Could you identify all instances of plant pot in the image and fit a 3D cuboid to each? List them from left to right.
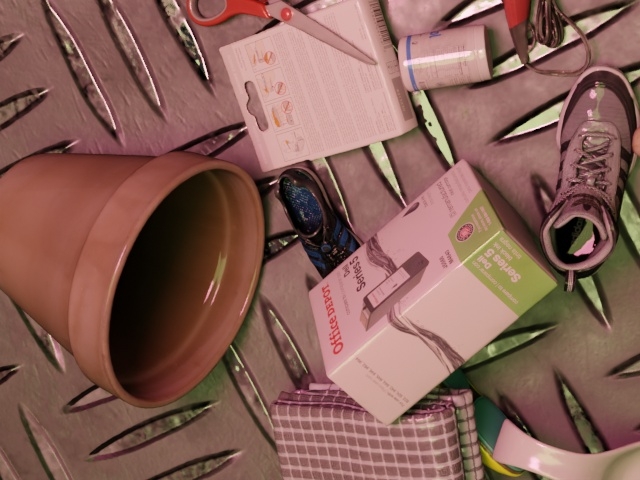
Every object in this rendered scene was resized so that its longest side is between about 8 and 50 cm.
[{"bbox_3d":[-0.274,0.014,1.488,0.280,0.323,0.323,21,108,25],"label":"plant pot"}]

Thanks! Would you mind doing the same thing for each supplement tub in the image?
[{"bbox_3d":[0.154,-0.223,1.424,0.107,0.071,0.071,-7,101,15],"label":"supplement tub"}]

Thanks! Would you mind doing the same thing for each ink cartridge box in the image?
[{"bbox_3d":[-0.003,-0.199,1.492,0.225,0.056,0.181,-13,100,36],"label":"ink cartridge box"},{"bbox_3d":[0.127,0.061,1.408,0.273,0.198,0.115,-42,115,14],"label":"ink cartridge box"}]

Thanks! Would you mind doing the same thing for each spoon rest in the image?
[{"bbox_3d":[0.359,0.297,1.455,0.276,0.084,0.137,17,91,-8],"label":"spoon rest"}]

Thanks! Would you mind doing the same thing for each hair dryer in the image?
[{"bbox_3d":[0.224,-0.341,1.374,0.294,0.080,0.223,30,109,6],"label":"hair dryer"}]

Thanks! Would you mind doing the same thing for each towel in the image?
[{"bbox_3d":[0.069,0.306,1.504,0.284,0.121,0.235,-3,105,32],"label":"towel"}]

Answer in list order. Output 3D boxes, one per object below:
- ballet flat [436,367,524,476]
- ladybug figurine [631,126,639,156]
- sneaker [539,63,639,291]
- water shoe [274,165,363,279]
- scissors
[{"bbox_3d":[0.179,0.222,1.528,0.231,0.077,0.077,51,130,2],"label":"ballet flat"},{"bbox_3d":[0.579,-0.086,1.293,0.450,0.162,0.305,3,105,12],"label":"ladybug figurine"},{"bbox_3d":[0.321,-0.070,1.373,0.101,0.153,0.268,9,105,12],"label":"sneaker"},{"bbox_3d":[0.000,0.000,1.510,0.073,0.080,0.203,-33,93,19],"label":"water shoe"},{"bbox_3d":[-0.054,-0.299,1.447,0.297,0.021,0.109,19,109,27],"label":"scissors"}]
